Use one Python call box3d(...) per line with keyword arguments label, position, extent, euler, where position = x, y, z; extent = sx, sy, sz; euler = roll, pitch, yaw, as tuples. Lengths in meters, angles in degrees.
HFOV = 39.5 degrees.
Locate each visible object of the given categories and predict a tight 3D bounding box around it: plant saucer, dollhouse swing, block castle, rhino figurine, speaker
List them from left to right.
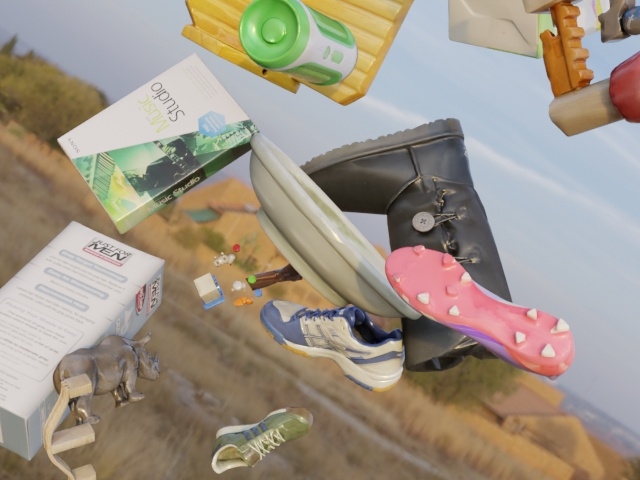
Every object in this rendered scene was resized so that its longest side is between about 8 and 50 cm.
box3d(label="rhino figurine", position=(-0.304, 0.195, 1.321), extent=(0.106, 0.073, 0.243), euler=(66, 23, 1))
box3d(label="dollhouse swing", position=(-0.046, -0.481, 1.780), extent=(0.315, 0.346, 0.305), euler=(21, 12, -33))
box3d(label="speaker", position=(-0.031, -0.338, 1.527), extent=(0.131, 0.131, 0.296), euler=(33, 13, 15))
box3d(label="plant saucer", position=(0.000, 0.000, 1.460), extent=(0.400, 0.100, 0.400), euler=(48, 5, -6))
box3d(label="block castle", position=(0.407, -0.364, 1.082), extent=(0.303, 0.453, 0.213), euler=(-10, -3, -32))

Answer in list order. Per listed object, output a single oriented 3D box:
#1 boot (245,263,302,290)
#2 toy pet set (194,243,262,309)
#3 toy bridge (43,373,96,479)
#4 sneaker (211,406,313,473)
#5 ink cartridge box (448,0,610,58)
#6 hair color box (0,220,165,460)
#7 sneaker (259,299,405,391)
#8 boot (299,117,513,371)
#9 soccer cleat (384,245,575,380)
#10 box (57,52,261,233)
box3d(label="boot", position=(-0.093, 0.067, 1.768), extent=(0.106, 0.114, 0.037), euler=(91, -12, -65))
box3d(label="toy pet set", position=(-0.176, 0.089, 1.692), extent=(0.065, 0.114, 0.122), euler=(70, -6, -62))
box3d(label="toy bridge", position=(-0.331, 0.261, 1.176), extent=(0.063, 0.188, 0.026), euler=(-13, 38, -29))
box3d(label="sneaker", position=(-0.103, 0.346, 1.504), extent=(0.064, 0.192, 0.086), euler=(60, 25, -24))
box3d(label="ink cartridge box", position=(0.420, -0.443, 1.592), extent=(0.207, 0.353, 0.119), euler=(27, -46, 44))
box3d(label="hair color box", position=(-0.422, 0.143, 1.406), extent=(0.185, 0.374, 0.113), euler=(23, -47, 11))
box3d(label="sneaker", position=(0.027, 0.160, 1.665), extent=(0.296, 0.131, 0.112), euler=(23, 33, 16))
box3d(label="boot", position=(0.144, 0.031, 1.650), extent=(0.146, 0.367, 0.445), euler=(28, 46, -64))
box3d(label="soccer cleat", position=(0.183, 0.089, 1.060), extent=(0.248, 0.083, 0.095), euler=(26, -26, 24))
box3d(label="box", position=(-0.305, -0.189, 1.694), extent=(0.232, 0.322, 0.058), euler=(50, -10, 24))
